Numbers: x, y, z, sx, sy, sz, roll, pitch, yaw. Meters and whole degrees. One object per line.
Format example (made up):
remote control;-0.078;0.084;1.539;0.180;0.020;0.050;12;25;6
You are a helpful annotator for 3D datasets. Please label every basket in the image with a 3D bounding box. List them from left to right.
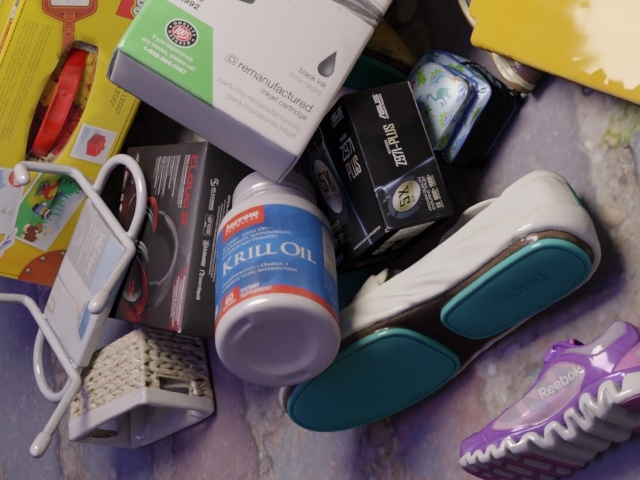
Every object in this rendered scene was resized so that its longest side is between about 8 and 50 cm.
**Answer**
basket;-0.224;0.182;1.910;0.167;0.113;0.103;-29;58;40

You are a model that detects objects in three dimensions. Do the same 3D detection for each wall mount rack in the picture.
wall mount rack;-0.302;0.076;1.829;0.304;0.130;0.350;50;125;43

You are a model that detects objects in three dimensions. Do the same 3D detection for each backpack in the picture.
backpack;0.131;-0.142;1.615;0.114;0.084;0.105;46;114;43

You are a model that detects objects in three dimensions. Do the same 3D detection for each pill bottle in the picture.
pill bottle;-0.046;0.030;1.576;0.124;0.124;0.221;-46;30;30

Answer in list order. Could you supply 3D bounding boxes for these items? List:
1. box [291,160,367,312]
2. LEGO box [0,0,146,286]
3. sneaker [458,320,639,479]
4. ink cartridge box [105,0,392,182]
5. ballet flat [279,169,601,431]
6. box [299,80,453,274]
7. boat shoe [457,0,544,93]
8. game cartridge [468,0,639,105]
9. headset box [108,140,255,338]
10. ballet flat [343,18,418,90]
box;0.000;0.000;1.744;0.100;0.060;0.244;-11;73;46
LEGO box;-0.359;-0.258;2.009;0.500;0.193;0.372;-63;29;25
sneaker;0.226;0.149;1.444;0.236;0.095;0.104;-33;51;33
ink cartridge box;-0.051;-0.240;1.570;0.289;0.211;0.121;-61;5;-16
ballet flat;0.117;0.061;1.570;0.400;0.139;0.139;-37;56;33
box;0.052;-0.062;1.611;0.180;0.077;0.147;137;117;-68
boat shoe;0.190;-0.220;1.597;0.049;0.056;0.152;-42;62;27
game cartridge;0.307;-0.274;1.447;0.323;0.052;0.285;28;101;40
headset box;-0.144;0.000;1.812;0.293;0.110;0.218;5;86;63
ballet flat;-0.006;-0.238;1.778;0.348;0.123;0.123;7;86;48
